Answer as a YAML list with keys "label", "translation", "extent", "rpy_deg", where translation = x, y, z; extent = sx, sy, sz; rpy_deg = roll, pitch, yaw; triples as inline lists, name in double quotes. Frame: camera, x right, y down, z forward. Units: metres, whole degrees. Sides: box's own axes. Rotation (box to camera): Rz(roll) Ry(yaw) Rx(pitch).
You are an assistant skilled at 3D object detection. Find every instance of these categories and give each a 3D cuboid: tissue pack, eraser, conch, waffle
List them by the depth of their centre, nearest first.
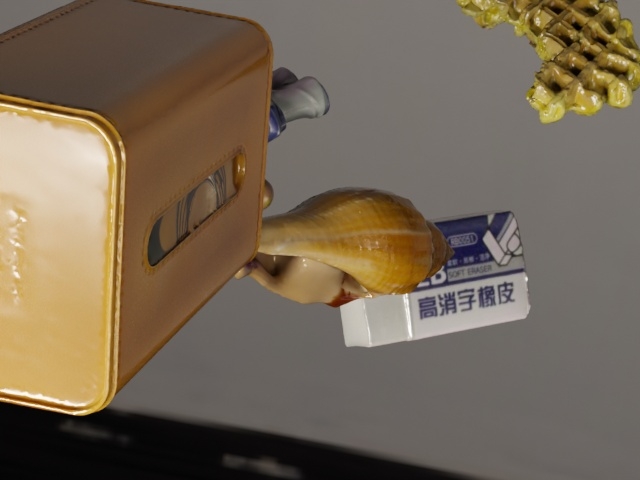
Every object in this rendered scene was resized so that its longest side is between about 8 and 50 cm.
- label: "tissue pack"
  translation: [-0.141, -0.031, 1.062]
  extent: [0.274, 0.145, 0.194]
  rpy_deg: [-47, -33, -63]
- label: "conch"
  translation: [-0.001, -0.005, 1.412]
  extent: [0.109, 0.330, 0.093]
  rpy_deg: [-31, 59, 42]
- label: "waffle"
  translation: [0.211, -0.183, 1.526]
  extent: [0.051, 0.149, 0.194]
  rpy_deg: [98, 160, -51]
- label: "eraser"
  translation: [0.119, 0.040, 1.792]
  extent: [0.068, 0.210, 0.124]
  rpy_deg: [-3, 95, 59]

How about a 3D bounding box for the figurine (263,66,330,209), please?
- label: "figurine"
  translation: [-0.105, -0.107, 1.829]
  extent: [0.194, 0.274, 0.133]
  rpy_deg: [-129, 24, -48]
